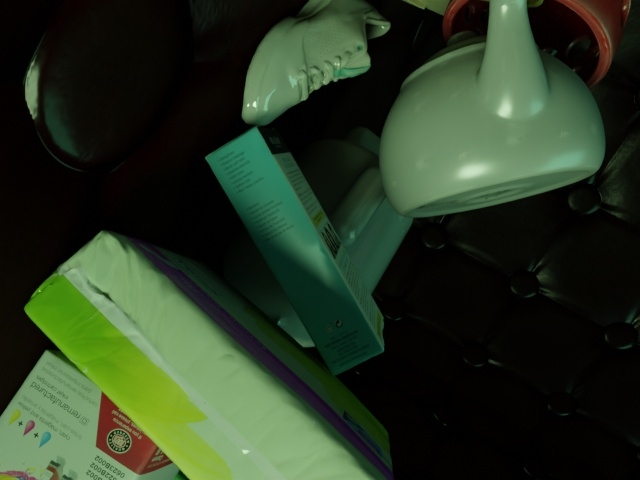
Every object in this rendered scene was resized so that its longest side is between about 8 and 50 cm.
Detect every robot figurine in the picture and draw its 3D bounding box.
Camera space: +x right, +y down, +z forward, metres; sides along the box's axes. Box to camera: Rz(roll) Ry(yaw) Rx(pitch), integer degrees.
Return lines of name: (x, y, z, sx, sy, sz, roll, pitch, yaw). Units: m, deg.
robot figurine: (0.000, 0.000, 0.750, 0.354, 0.199, 0.300, -56, -178, -28)

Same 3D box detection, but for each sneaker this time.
sneaker: (0.002, -0.188, 0.553, 0.212, 0.094, 0.080, -56, 170, -26)

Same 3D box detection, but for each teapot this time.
teapot: (0.174, -0.138, 0.599, 0.252, 0.187, 0.255, -5, 171, -45)

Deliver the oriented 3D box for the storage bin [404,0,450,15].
storage bin: (0.191, -0.465, 0.662, 0.263, 0.123, 0.260, -61, 171, -4)

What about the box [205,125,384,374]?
box: (-0.018, 0.006, 0.546, 0.060, 0.244, 0.100, -29, -174, 10)

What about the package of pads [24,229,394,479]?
package of pads: (-0.069, 0.125, 0.469, 0.101, 0.296, 0.229, -48, 170, -3)

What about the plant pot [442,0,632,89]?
plant pot: (0.261, -0.285, 0.618, 0.174, 0.191, 0.191, -61, 171, -15)

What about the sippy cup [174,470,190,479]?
sippy cup: (-0.200, 0.328, 0.650, 0.224, 0.240, 0.305, -50, 161, 2)

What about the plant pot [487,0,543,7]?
plant pot: (0.109, -0.335, 0.420, 0.212, 0.212, 0.187, -6, 110, -78)

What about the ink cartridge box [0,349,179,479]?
ink cartridge box: (-0.211, 0.206, 0.465, 0.176, 0.128, 0.127, -60, 170, -11)
